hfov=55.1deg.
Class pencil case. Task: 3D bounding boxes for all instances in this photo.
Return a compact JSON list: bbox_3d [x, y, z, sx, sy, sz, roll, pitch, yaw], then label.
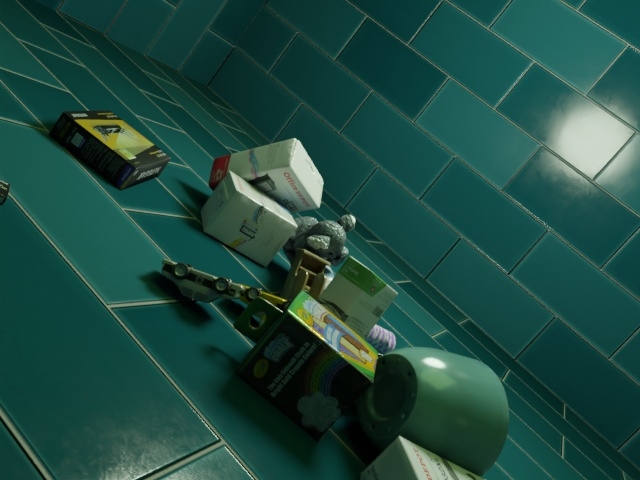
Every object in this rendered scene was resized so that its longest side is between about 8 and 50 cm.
[{"bbox_3d":[0.142,0.291,1.867,0.206,0.086,0.088,26,52,-38],"label":"pencil case"}]

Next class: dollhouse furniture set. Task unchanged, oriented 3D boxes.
[{"bbox_3d":[0.015,0.125,1.679,0.212,0.161,0.242,29,-14,-38],"label":"dollhouse furniture set"}]

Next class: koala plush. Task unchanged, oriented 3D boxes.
[{"bbox_3d":[0.000,0.000,1.885,0.203,0.196,0.221,60,-30,-1],"label":"koala plush"}]

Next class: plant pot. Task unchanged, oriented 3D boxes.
[{"bbox_3d":[0.223,0.368,1.351,0.235,0.293,0.293,27,17,-33],"label":"plant pot"}]

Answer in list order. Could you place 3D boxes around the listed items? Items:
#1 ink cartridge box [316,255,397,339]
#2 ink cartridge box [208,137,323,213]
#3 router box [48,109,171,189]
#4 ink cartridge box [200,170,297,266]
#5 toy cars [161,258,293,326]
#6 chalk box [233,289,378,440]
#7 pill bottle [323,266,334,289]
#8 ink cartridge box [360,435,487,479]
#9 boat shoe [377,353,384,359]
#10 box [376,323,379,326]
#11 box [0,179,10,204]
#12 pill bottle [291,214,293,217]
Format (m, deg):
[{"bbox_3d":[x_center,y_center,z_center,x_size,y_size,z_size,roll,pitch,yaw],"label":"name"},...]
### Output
[{"bbox_3d":[0.067,0.171,1.491,0.093,0.219,0.160,36,-3,37],"label":"ink cartridge box"},{"bbox_3d":[-0.176,-0.189,2.017,0.226,0.306,0.131,54,36,-45],"label":"ink cartridge box"},{"bbox_3d":[-0.591,-0.269,1.766,0.243,0.081,0.309,38,13,-5],"label":"router box"},{"bbox_3d":[-0.225,-0.068,1.888,0.233,0.168,0.171,32,13,-27],"label":"ink cartridge box"},{"bbox_3d":[-0.196,0.139,1.427,0.394,0.087,0.176,24,-7,-41],"label":"toy cars"},{"bbox_3d":[-0.045,0.236,1.300,0.289,0.180,0.179,40,13,2],"label":"chalk box"},{"bbox_3d":[0.012,0.142,2.007,0.087,0.087,0.160,33,13,-25],"label":"pill bottle"},{"bbox_3d":[0.250,0.540,1.169,0.307,0.129,0.223,33,15,-26],"label":"ink cartridge box"},{"bbox_3d":[0.112,0.296,1.465,0.224,0.073,0.080,18,35,-40],"label":"boat shoe"},{"bbox_3d":[0.145,0.280,1.977,0.062,0.052,0.083,46,15,32],"label":"box"},{"bbox_3d":[-0.645,-0.107,1.183,0.083,0.018,0.067,31,15,-31],"label":"box"},{"bbox_3d":[-0.169,-0.081,2.206,0.123,0.122,0.219,28,17,-41],"label":"pill bottle"}]
